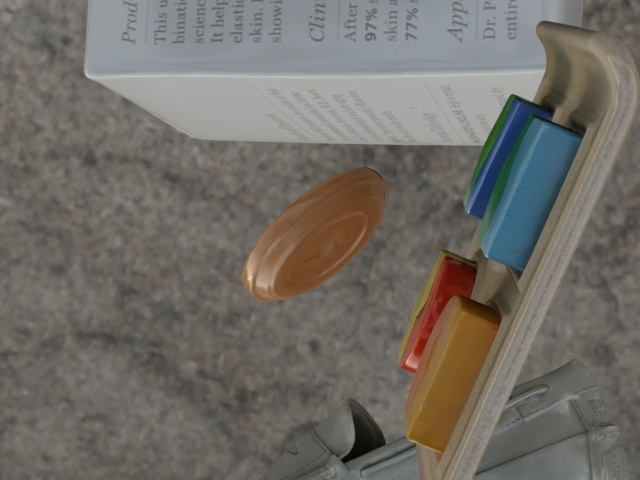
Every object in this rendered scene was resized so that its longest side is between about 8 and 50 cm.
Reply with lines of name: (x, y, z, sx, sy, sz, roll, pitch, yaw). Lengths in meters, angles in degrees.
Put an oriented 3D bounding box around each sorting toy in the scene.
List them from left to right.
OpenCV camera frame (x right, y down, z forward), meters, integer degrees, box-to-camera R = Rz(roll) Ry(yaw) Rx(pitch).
sorting toy: (0.071, 0.010, 0.616, 0.038, 0.193, 0.208, 18, 100, -2)

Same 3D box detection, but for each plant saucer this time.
plant saucer: (0.000, 0.000, 0.693, 0.013, 0.083, 0.083, 49, 139, 22)

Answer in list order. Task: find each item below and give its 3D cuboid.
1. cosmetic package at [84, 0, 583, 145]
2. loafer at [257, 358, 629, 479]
cosmetic package: (0.033, -0.272, 1.317, 0.393, 0.330, 0.327, 2, 175, 13)
loafer: (0.021, 0.151, 0.873, 0.319, 0.112, 0.112, -14, 165, 7)
